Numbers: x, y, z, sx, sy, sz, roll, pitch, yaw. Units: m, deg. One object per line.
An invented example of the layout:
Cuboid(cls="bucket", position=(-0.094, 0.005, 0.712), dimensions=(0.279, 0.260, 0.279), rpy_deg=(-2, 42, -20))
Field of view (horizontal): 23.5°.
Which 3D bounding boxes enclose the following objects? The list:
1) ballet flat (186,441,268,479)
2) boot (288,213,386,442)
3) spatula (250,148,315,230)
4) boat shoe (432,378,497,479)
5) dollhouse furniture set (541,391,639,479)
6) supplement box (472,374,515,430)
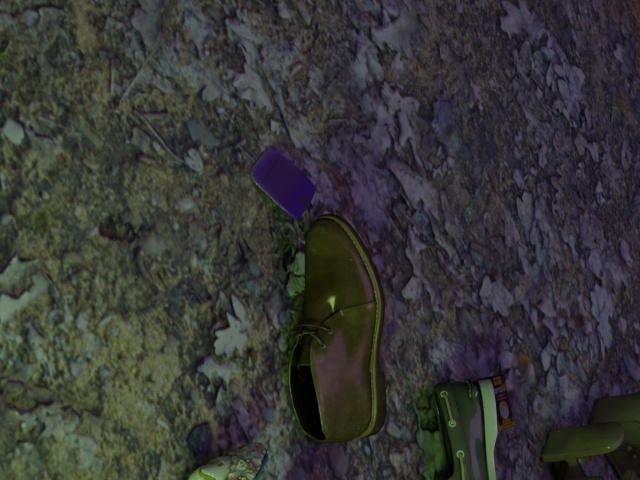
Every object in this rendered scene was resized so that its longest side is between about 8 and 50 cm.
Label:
Cuboid(cls="ballet flat", position=(-0.128, 0.310, 1.782), dimensions=(0.077, 0.091, 0.241), rpy_deg=(38, 41, -12))
Cuboid(cls="boot", position=(0.012, 0.118, 2.031), dimensions=(0.115, 0.112, 0.305), rpy_deg=(-7, 90, -45))
Cuboid(cls="spatula", position=(0.000, 0.000, 2.127), dimensions=(0.296, 0.030, 0.084), rpy_deg=(58, 39, -24))
Cuboid(cls="boat shoe", position=(0.213, 0.354, 2.250), dimensions=(0.109, 0.091, 0.305), rpy_deg=(93, -3, -73))
Cuboid(cls="dollhouse furniture set", position=(0.570, 0.437, 2.588), dimensions=(0.362, 0.257, 0.394), rpy_deg=(57, 37, -24))
Cuboid(cls="supplement box", position=(0.267, 0.257, 2.407), dimensions=(0.055, 0.043, 0.083), rpy_deg=(-8, 84, -55))
